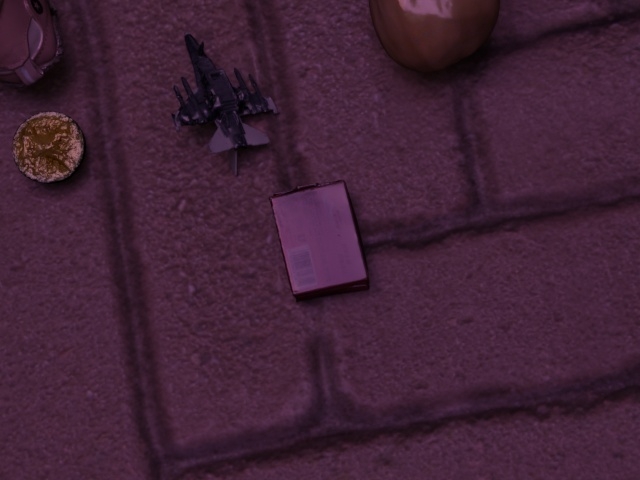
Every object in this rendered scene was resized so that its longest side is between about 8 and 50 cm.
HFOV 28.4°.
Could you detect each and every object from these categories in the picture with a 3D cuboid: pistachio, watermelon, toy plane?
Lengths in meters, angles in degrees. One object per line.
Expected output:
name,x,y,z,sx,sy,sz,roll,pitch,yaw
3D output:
pistachio,0.144,-0.370,1.736,0.187,0.187,0.299,-10,74,3
watermelon,-0.381,-0.128,1.791,0.105,0.062,0.105,0,82,0
toy plane,-0.146,-0.210,1.780,0.160,0.082,0.234,-14,74,-25

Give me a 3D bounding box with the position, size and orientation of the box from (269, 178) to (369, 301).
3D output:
box,0.000,0.000,1.723,0.111,0.060,0.156,-12,78,3

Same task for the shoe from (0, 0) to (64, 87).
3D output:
shoe,-0.477,-0.354,1.806,0.172,0.198,0.351,-30,40,17
